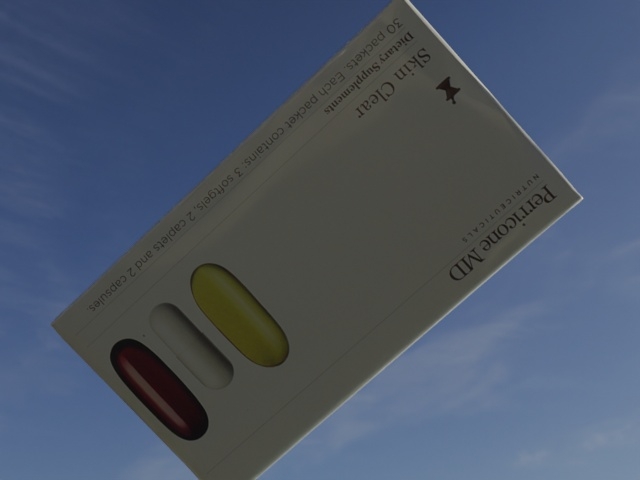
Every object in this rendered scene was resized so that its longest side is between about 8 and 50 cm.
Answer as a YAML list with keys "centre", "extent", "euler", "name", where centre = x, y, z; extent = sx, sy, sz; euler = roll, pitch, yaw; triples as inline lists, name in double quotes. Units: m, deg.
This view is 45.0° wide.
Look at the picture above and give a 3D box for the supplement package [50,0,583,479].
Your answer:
- centre: [0.000, 0.000, 0.505]
  extent: [0.262, 0.145, 0.204]
  euler: [-43, 3, 8]
  name: "supplement package"
